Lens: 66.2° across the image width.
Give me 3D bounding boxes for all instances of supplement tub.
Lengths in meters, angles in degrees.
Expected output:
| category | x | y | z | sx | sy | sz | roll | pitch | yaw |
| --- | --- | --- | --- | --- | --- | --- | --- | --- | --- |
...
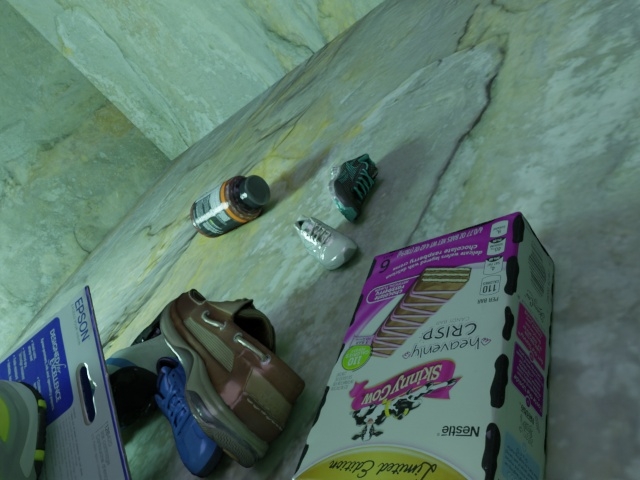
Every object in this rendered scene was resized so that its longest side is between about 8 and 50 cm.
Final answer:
| category | x | y | z | sx | sy | sz | roll | pitch | yaw |
| --- | --- | --- | --- | --- | --- | --- | --- | --- | --- |
| supplement tub | -0.200 | -0.080 | 1.109 | 0.197 | 0.106 | 0.106 | -21 | 32 | 40 |

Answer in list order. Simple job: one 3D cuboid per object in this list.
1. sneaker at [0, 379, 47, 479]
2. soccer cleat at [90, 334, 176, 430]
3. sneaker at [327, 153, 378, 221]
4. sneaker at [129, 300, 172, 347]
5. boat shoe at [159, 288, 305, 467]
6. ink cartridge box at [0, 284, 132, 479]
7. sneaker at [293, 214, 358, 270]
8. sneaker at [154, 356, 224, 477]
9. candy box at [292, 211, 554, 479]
| category | x | y | z | sx | sy | sz | roll | pitch | yaw |
| --- | --- | --- | --- | --- | --- | --- | --- | --- | --- |
| sneaker | -0.406 | 0.343 | 0.528 | 0.145 | 0.147 | 0.385 | -28 | 59 | 18 |
| soccer cleat | -0.354 | 0.263 | 0.797 | 0.331 | 0.116 | 0.143 | -30 | 17 | 17 |
| sneaker | 0.056 | -0.093 | 0.779 | 0.076 | 0.065 | 0.167 | -30 | 28 | 20 |
| sneaker | -0.318 | 0.193 | 0.907 | 0.089 | 0.051 | 0.170 | -38 | 20 | 24 |
| boat shoe | -0.108 | 0.133 | 0.608 | 0.116 | 0.123 | 0.324 | -43 | 32 | -8 |
| ink cartridge box | -0.371 | 0.271 | 0.667 | 0.307 | 0.072 | 0.304 | -37 | 56 | 9 |
| sneaker | 0.000 | 0.000 | 0.713 | 0.054 | 0.061 | 0.152 | -46 | 25 | -10 |
| sneaker | -0.172 | 0.208 | 0.608 | 0.069 | 0.082 | 0.209 | -50 | 25 | -3 |
| candy box | 0.091 | 0.097 | 0.393 | 0.159 | 0.071 | 0.234 | -21 | 33 | 41 |
